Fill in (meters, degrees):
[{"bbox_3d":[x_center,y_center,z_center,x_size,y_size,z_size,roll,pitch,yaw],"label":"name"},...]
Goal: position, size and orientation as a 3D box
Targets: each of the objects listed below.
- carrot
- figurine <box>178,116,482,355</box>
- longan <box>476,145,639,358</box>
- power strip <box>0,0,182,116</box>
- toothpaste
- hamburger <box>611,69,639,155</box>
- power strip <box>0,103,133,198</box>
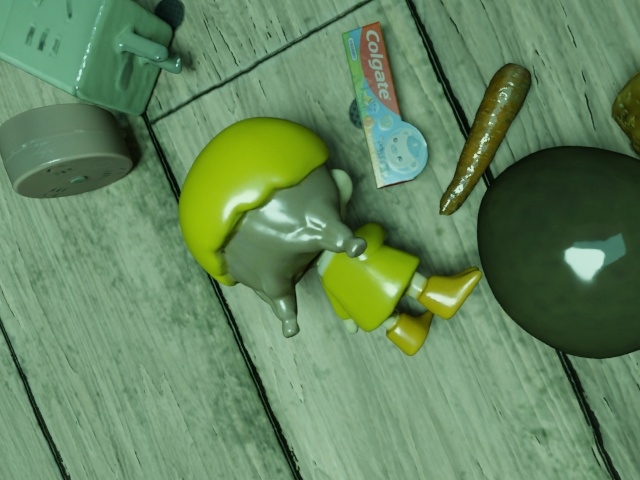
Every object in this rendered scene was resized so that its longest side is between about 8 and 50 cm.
[{"bbox_3d":[0.191,-0.116,0.520,0.047,0.047,0.191,26,104,10],"label":"carrot"},{"bbox_3d":[0.000,0.000,0.513,0.343,0.187,0.215,30,113,2],"label":"figurine"},{"bbox_3d":[0.262,0.008,0.439,0.196,0.196,0.220,-19,79,14],"label":"longan"},{"bbox_3d":[-0.291,-0.255,0.569,0.224,0.139,0.140,28,99,9],"label":"power strip"},{"bbox_3d":[0.083,-0.166,0.539,0.070,0.044,0.193,-13,92,12],"label":"toothpaste"},{"bbox_3d":[0.389,-0.107,0.395,0.108,0.214,0.214,-45,84,11],"label":"hamburger"},{"bbox_3d":[-0.340,-0.117,0.589,0.154,0.154,0.078,-21,87,14],"label":"power strip"}]
